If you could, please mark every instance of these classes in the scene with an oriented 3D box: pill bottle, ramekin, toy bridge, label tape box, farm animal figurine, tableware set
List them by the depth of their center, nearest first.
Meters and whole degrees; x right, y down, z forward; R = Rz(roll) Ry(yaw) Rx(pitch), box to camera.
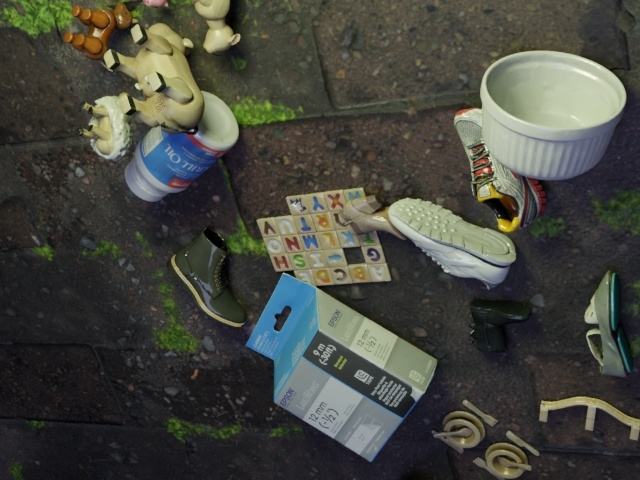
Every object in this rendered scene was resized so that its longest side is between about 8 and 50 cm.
[{"bbox_3d":[0.335,-0.180,1.372,0.207,0.207,0.109,15,134,15],"label":"ramekin"},{"bbox_3d":[-0.252,-0.318,1.552,0.330,0.172,0.327,-16,72,31],"label":"farm animal figurine"},{"bbox_3d":[-0.259,-0.163,1.692,0.124,0.124,0.221,46,128,-9],"label":"pill bottle"},{"bbox_3d":[0.505,0.324,1.731,0.188,0.026,0.063,8,123,19],"label":"toy bridge"},{"bbox_3d":[0.019,0.253,1.845,0.348,0.115,0.249,30,130,1],"label":"label tape box"},{"bbox_3d":[0.327,0.416,1.861,0.194,0.039,0.128,35,128,-1],"label":"tableware set"}]

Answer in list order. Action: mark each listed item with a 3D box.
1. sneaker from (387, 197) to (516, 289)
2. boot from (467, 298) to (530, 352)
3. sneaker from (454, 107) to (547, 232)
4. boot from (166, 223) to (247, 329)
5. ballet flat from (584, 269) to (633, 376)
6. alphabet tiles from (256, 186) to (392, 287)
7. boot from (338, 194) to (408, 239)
[{"bbox_3d":[0.218,0.009,1.621,0.235,0.090,0.095,28,137,7],"label":"sneaker"},{"bbox_3d":[0.326,0.160,1.692,0.121,0.045,0.099,5,121,29],"label":"boot"},{"bbox_3d":[0.282,-0.113,1.491,0.088,0.093,0.225,-14,114,54],"label":"sneaker"},{"bbox_3d":[-0.199,0.075,1.856,0.198,0.077,0.137,42,123,-7],"label":"boot"},{"bbox_3d":[0.487,0.147,1.597,0.068,0.072,0.213,-3,120,30],"label":"ballet flat"},{"bbox_3d":[0.000,0.000,1.756,0.237,0.009,0.198,-6,118,26],"label":"alphabet tiles"},{"bbox_3d":[0.093,-0.031,1.670,0.087,0.042,0.118,-30,108,33],"label":"boot"}]
